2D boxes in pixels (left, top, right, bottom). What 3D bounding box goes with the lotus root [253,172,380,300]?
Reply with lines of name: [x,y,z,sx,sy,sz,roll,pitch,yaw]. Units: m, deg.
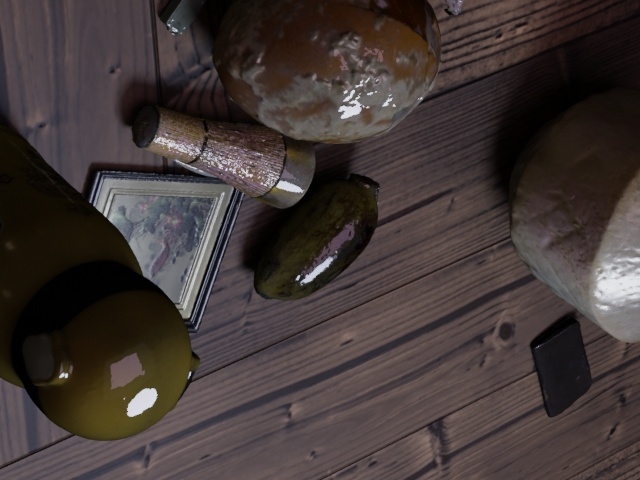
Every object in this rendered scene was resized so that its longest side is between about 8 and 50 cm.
lotus root: [0.000,0.000,1.845,0.179,0.080,0.089,-48,138,-1]

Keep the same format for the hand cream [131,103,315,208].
hand cream: [-0.101,-0.091,1.700,0.203,0.084,0.084,14,108,-40]

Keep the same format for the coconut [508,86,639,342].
coconut: [0.391,-0.030,1.983,0.329,0.329,0.328,-22,131,-28]

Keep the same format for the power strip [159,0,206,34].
power strip: [-0.122,-0.235,1.620,0.083,0.017,0.027,-55,139,5]

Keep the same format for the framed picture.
framed picture: [-0.181,0.016,1.753,0.199,0.010,0.195,1,117,-41]

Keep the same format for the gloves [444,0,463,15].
gloves: [0.152,-0.311,1.755,0.144,0.094,0.110,-55,150,-7]

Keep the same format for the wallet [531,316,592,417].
wallet: [0.330,0.173,2.299,0.082,0.018,0.156,-36,136,-15]

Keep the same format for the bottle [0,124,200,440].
bottle: [-0.240,0.040,1.463,0.171,0.351,0.171,-22,130,-29]

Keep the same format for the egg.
egg: [0.007,-0.187,1.640,0.233,0.195,0.195,2,117,-27]
